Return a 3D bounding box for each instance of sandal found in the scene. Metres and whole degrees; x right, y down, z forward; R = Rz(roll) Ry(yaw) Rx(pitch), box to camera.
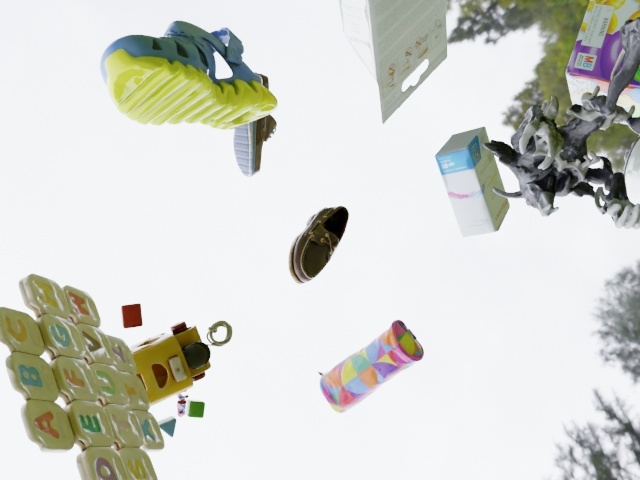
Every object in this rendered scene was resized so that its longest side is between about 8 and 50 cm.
[{"bbox_3d":[-0.181,-0.230,1.000,0.317,0.126,0.138,-8,-103,-68],"label":"sandal"}]

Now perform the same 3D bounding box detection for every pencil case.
[{"bbox_3d":[0.100,0.258,1.529,0.104,0.236,0.104,35,-148,-26],"label":"pencil case"}]

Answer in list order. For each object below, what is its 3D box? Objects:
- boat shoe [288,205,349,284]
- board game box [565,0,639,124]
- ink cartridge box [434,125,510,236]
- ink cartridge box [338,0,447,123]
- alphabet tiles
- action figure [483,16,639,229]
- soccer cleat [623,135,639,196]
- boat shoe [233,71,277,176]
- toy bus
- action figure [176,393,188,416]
[{"bbox_3d":[0.000,0.000,1.409,0.073,0.073,0.207,56,-146,-26],"label":"boat shoe"},{"bbox_3d":[0.431,-0.195,0.819,0.144,0.275,0.142,24,-95,-65],"label":"board game box"},{"bbox_3d":[0.205,-0.078,1.001,0.088,0.052,0.122,-46,-62,-53],"label":"ink cartridge box"},{"bbox_3d":[0.105,-0.300,1.010,0.181,0.056,0.224,-47,-32,-27],"label":"ink cartridge box"},{"bbox_3d":[-0.276,0.173,0.902,0.284,0.021,0.278,63,-172,22],"label":"alphabet tiles"},{"bbox_3d":[0.279,-0.097,0.785,0.164,0.275,0.141,25,-133,-10],"label":"action figure"},{"bbox_3d":[0.523,-0.162,0.975,0.318,0.116,0.108,-45,-46,-19],"label":"soccer cleat"},{"bbox_3d":[-0.111,-0.202,1.316,0.066,0.066,0.183,-10,-69,-33],"label":"boat shoe"},{"bbox_3d":[-0.238,0.195,1.161,0.191,0.104,0.202,26,-102,-21],"label":"toy bus"},{"bbox_3d":[-0.271,0.324,1.481,0.030,0.115,0.038,-5,-116,-15],"label":"action figure"}]
